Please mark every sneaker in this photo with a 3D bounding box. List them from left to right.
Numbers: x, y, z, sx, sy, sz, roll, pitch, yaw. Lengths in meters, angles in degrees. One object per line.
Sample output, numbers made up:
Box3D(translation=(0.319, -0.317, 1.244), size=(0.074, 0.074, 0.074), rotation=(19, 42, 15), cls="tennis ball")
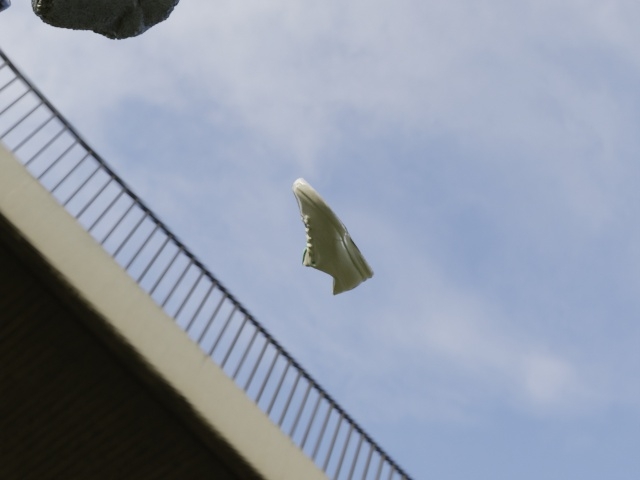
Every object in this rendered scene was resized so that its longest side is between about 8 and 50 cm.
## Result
Box3D(translation=(0.000, 0.000, 1.637), size=(0.094, 0.080, 0.212), rotation=(-33, -72, 1), cls="sneaker")

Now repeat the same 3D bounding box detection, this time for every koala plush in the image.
Box3D(translation=(-0.327, -0.420, 1.463), size=(0.203, 0.221, 0.196), rotation=(14, -61, -44), cls="koala plush")

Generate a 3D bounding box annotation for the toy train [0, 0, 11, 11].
Box3D(translation=(-0.347, -0.109, 0.544), size=(0.334, 0.142, 0.190), rotation=(-30, -69, -1), cls="toy train")
